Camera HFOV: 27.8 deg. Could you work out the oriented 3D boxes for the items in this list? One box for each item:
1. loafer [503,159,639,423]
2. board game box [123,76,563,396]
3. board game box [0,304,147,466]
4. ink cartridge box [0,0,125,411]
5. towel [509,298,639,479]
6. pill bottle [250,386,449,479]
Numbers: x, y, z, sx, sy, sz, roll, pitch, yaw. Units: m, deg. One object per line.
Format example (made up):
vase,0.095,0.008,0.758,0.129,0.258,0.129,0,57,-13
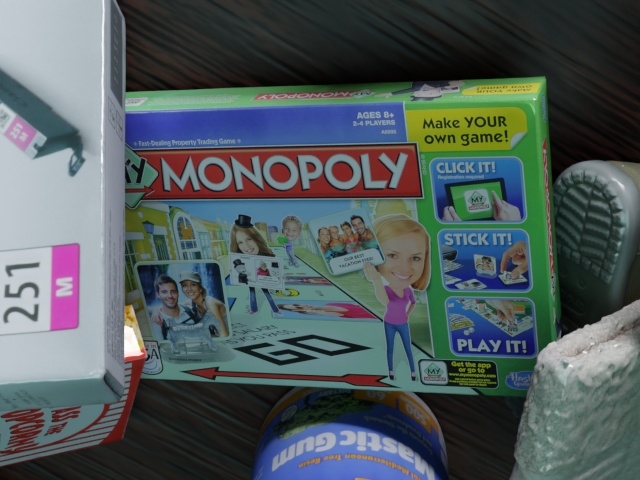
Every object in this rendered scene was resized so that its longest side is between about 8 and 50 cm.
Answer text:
loafer,0.197,0.049,0.915,0.087,0.094,0.251,-20,138,-33
board game box,0.000,0.000,0.883,0.317,0.046,0.213,0,116,19
board game box,-0.229,0.114,0.910,0.193,0.045,0.147,-10,152,-21
ink cartridge box,-0.246,-0.027,0.822,0.239,0.275,0.060,-5,159,4
towel,0.218,0.118,0.884,0.049,0.282,0.187,30,123,38
pill bottle,0.020,0.222,0.905,0.152,0.272,0.152,1,115,1
